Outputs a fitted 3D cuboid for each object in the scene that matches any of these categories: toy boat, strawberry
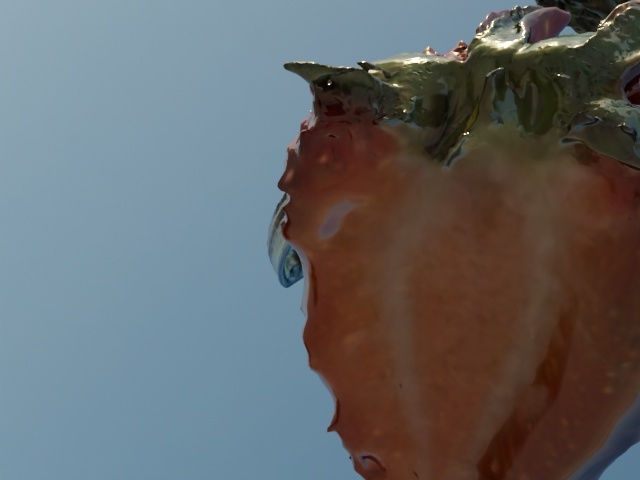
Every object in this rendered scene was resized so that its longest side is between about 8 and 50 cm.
[{"bbox_3d":[0.000,0.000,0.979,0.066,0.059,0.140,49,-23,16],"label":"toy boat"},{"bbox_3d":[0.082,0.023,0.562,0.174,0.098,0.228,-1,-67,25],"label":"strawberry"}]

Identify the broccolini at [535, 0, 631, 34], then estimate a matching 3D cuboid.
[{"bbox_3d":[0.194,-0.127,0.853,0.202,0.068,0.091,44,-82,4],"label":"broccolini"}]
